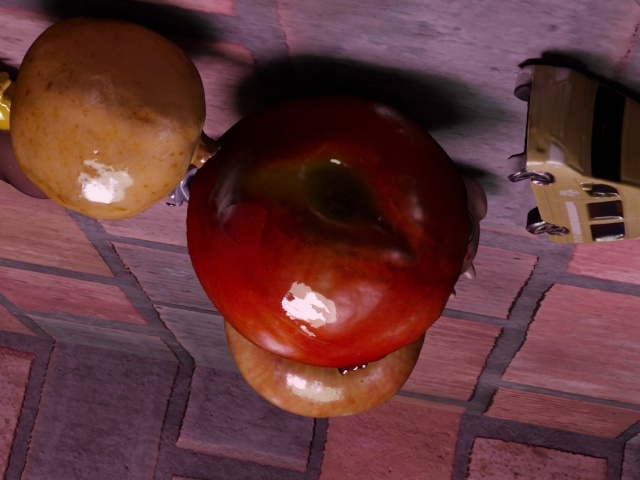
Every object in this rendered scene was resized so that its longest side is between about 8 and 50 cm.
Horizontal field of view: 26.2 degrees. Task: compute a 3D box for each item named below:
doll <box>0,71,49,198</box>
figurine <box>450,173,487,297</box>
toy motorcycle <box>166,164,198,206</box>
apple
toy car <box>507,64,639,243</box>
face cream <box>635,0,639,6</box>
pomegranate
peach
[{"bbox_3d":[-0.317,-0.117,1.487,0.145,0.096,0.188,35,156,6],"label":"doll"},{"bbox_3d":[0.121,-0.011,1.489,0.125,0.138,0.125,7,161,2],"label":"figurine"},{"bbox_3d":[-0.108,-0.049,1.595,0.122,0.080,0.215,32,-173,17],"label":"toy motorcycle"},{"bbox_3d":[0.008,0.102,1.765,0.264,0.264,0.264,10,165,3],"label":"apple"},{"bbox_3d":[0.243,-0.073,1.241,0.124,0.101,0.256,2,165,15],"label":"toy car"},{"bbox_3d":[0.334,-0.152,0.896,0.311,0.092,0.092,11,165,0],"label":"face cream"},{"bbox_3d":[-0.183,-0.109,1.254,0.196,0.196,0.196,10,165,3],"label":"pomegranate"},{"bbox_3d":[0.000,0.000,1.366,0.281,0.281,0.338,11,163,-2],"label":"peach"}]
